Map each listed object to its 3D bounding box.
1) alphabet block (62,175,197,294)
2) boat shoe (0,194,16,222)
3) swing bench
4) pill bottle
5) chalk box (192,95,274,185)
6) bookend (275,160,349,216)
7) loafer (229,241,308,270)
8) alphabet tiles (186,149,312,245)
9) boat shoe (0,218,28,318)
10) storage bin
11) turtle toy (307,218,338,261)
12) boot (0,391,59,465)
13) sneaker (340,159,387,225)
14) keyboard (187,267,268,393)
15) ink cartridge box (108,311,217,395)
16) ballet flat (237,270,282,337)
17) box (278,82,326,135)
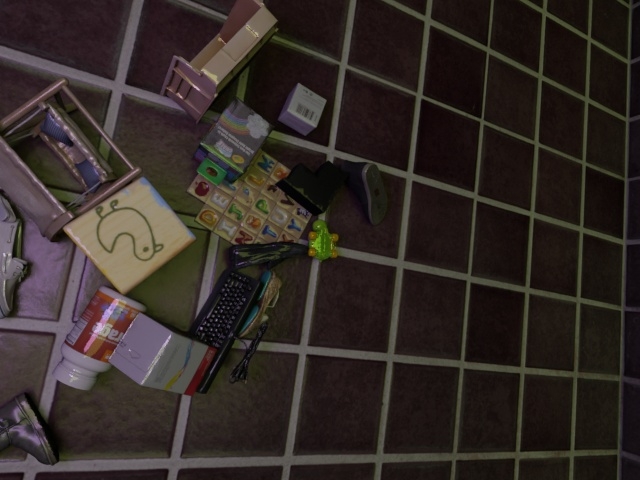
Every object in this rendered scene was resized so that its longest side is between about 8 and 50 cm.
[{"bbox_3d":[-0.438,-0.007,0.965,0.197,0.193,0.192,-42,101,-22],"label":"alphabet block"},{"bbox_3d":[-0.707,-0.078,0.912,0.035,0.035,0.100,-44,74,-2],"label":"boat shoe"},{"bbox_3d":[-0.591,-0.171,0.925,0.255,0.165,0.253,-42,103,-21],"label":"swing bench"},{"bbox_3d":[-0.509,0.223,0.950,0.121,0.121,0.216,32,73,-19],"label":"pill bottle"},{"bbox_3d":[-0.246,-0.244,1.097,0.132,0.132,0.213,36,73,-19],"label":"chalk box"},{"bbox_3d":[-0.023,-0.183,1.225,0.157,0.072,0.156,37,70,-17],"label":"bookend"},{"bbox_3d":[-0.142,0.044,1.151,0.224,0.076,0.078,-4,92,-20],"label":"loafer"},{"bbox_3d":[-0.189,-0.115,1.188,0.343,0.011,0.285,34,73,-18],"label":"alphabet tiles"},{"bbox_3d":[-0.688,0.056,0.903,0.076,0.083,0.226,-7,87,-24],"label":"boat shoe"},{"bbox_3d":[-0.261,-0.463,1.053,0.123,0.260,0.262,42,70,-20],"label":"storage bin"},{"bbox_3d":[0.000,0.000,1.233,0.095,0.066,0.130,6,82,-24],"label":"turtle toy"},{"bbox_3d":[-0.697,0.451,0.869,0.209,0.076,0.189,-31,84,-31],"label":"boot"},{"bbox_3d":[0.139,-0.157,1.312,0.083,0.118,0.221,-35,129,-27],"label":"sneaker"},{"bbox_3d":[-0.240,0.243,1.070,0.202,0.033,0.317,23,75,12],"label":"keyboard"},{"bbox_3d":[-0.364,0.269,0.965,0.127,0.128,0.176,-63,149,-15],"label":"ink cartridge box"},{"bbox_3d":[-0.163,0.185,1.143,0.067,0.073,0.206,36,75,-33],"label":"ballet flat"},{"bbox_3d":[-0.055,-0.389,1.232,0.101,0.087,0.101,25,75,-21],"label":"box"}]
